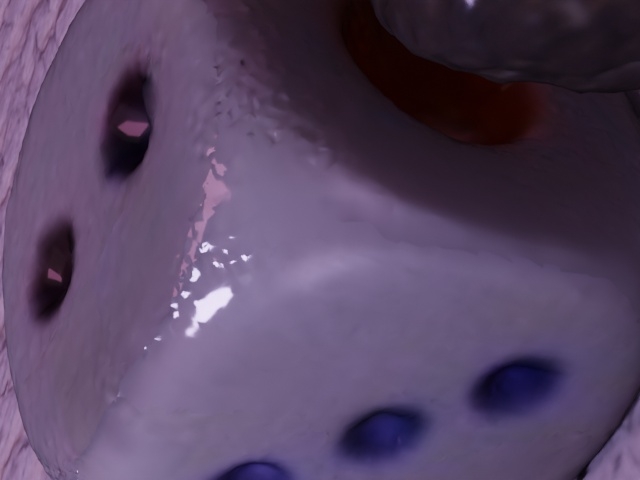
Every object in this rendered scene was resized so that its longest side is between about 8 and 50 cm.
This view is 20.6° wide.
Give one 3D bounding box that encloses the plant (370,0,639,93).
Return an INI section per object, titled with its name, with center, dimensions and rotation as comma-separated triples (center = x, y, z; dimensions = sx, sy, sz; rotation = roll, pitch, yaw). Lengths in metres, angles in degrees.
[plant]
center = 0.064, -0.164, 0.472
dimensions = 0.215, 0.312, 0.213
rotation = -58, 38, 28

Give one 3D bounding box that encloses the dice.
[dice]
center = 0.000, 0.000, 0.654
dimensions = 0.192, 0.193, 0.194
rotation = -54, 38, 36
